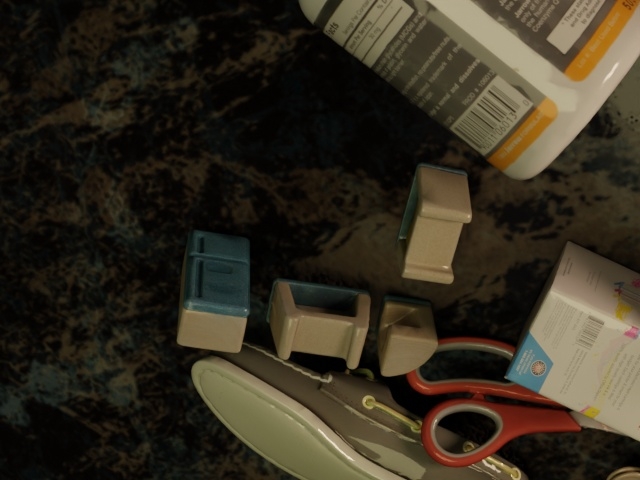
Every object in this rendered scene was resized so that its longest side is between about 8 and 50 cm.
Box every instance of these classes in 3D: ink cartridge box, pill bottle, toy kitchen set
[{"bbox_3d":[0.233,0.083,1.261,0.143,0.090,0.092,26,120,4],"label":"ink cartridge box"},{"bbox_3d":[0.085,-0.183,1.144,0.278,0.162,0.162,38,120,-1],"label":"pill bottle"},{"bbox_3d":[0.000,0.000,1.307,0.207,0.122,0.166,9,118,-8],"label":"toy kitchen set"}]

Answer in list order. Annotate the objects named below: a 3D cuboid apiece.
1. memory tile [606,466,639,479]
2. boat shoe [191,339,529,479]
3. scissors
[{"bbox_3d":[0.315,0.188,1.306,0.148,0.012,0.113,-36,124,28],"label":"memory tile"},{"bbox_3d":[0.035,0.166,1.367,0.305,0.091,0.109,31,151,3],"label":"boat shoe"},{"bbox_3d":[0.219,0.132,1.321,0.297,0.021,0.109,0,72,1],"label":"scissors"}]
